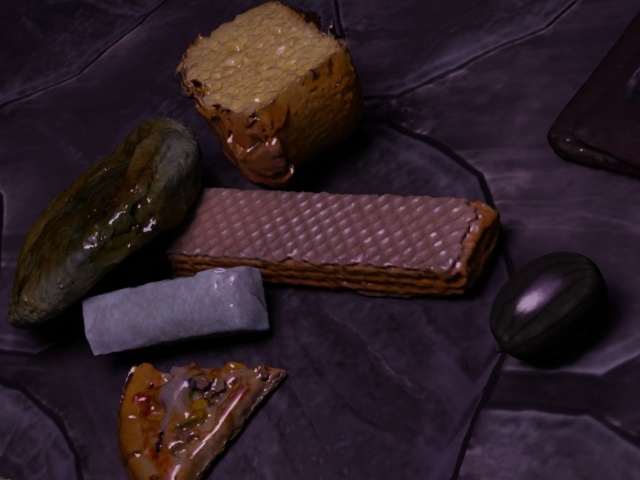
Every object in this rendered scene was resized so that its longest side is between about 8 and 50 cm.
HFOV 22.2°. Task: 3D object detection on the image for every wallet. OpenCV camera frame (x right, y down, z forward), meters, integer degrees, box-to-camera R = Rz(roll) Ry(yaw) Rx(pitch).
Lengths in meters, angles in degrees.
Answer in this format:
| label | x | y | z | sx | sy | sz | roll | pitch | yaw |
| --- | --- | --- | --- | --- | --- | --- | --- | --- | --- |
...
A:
| label | x | y | z | sx | sy | sz | roll | pitch | yaw |
| --- | --- | --- | --- | --- | --- | --- | --- | --- | --- |
| wallet | 0.325 | -0.152 | 1.484 | 0.182 | 0.049 | 0.229 | 23 | 69 | 48 |

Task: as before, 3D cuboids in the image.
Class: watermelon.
| label | x | y | z | sx | sy | sz | roll | pitch | yaw |
| --- | --- | --- | --- | --- | --- | --- | --- | --- | --- |
| watermelon | 0.188 | 0.056 | 1.362 | 0.111 | 0.078 | 0.078 | -39 | 39 | -2 |

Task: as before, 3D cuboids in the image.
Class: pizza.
| label | x | y | z | sx | sy | sz | roll | pitch | yaw |
| --- | --- | --- | --- | --- | --- | --- | --- | --- | --- |
| pizza | -0.112 | 0.165 | 1.509 | 0.176 | 0.036 | 0.184 | -23 | 42 | 16 |

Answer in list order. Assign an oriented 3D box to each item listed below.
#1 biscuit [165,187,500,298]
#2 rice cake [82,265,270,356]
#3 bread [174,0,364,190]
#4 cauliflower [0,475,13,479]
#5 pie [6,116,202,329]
| label | x | y | z | sx | sy | sz | roll | pitch | yaw |
| --- | --- | --- | --- | --- | --- | --- | --- | --- | --- |
| biscuit | 0.000 | 0.000 | 1.572 | 0.379 | 0.054 | 0.094 | 4 | 54 | 39 |
| rice cake | -0.145 | 0.069 | 1.593 | 0.206 | 0.063 | 0.069 | -9 | 87 | 28 |
| bread | -0.045 | -0.140 | 1.677 | 0.160 | 0.147 | 0.260 | -35 | 26 | -10 |
| cauliflower | -0.272 | 0.328 | 1.348 | 0.272 | 0.275 | 0.250 | 14 | 94 | 25 |
| pie | -0.232 | -0.022 | 1.694 | 0.277 | 0.078 | 0.277 | -36 | 18 | 14 |
